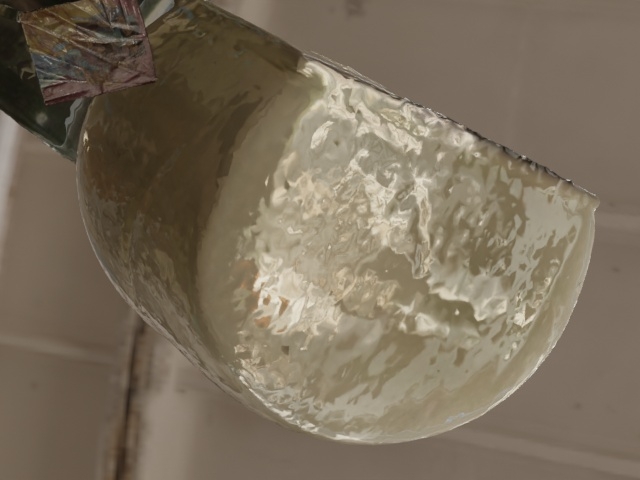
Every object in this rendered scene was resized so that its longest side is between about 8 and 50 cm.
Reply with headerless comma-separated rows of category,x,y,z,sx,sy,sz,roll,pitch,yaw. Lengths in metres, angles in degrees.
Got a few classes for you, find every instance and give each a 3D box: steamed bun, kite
steamed bun,0.000,0.000,0.916,0.146,0.241,0.164,35,-79,50
kite,-0.085,-0.059,0.566,0.002,0.078,0.044,-108,-153,-49

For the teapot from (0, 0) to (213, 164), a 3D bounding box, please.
teapot,-0.103,-0.231,1.054,0.253,0.300,0.344,36,-91,24
